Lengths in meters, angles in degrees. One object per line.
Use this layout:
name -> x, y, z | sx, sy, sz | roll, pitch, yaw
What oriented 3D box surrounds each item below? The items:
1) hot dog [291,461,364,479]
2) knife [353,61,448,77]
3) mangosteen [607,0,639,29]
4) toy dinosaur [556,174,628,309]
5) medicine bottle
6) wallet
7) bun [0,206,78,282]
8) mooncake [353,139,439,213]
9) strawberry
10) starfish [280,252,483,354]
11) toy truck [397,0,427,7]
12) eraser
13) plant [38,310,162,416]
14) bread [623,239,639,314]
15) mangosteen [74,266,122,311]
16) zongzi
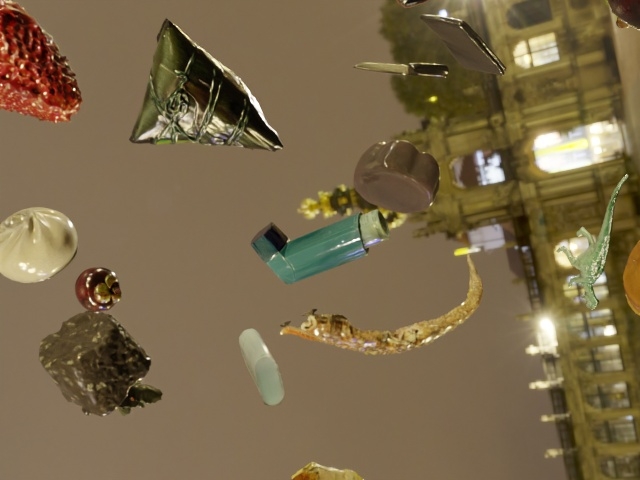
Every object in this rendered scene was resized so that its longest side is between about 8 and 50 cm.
hot dog -> 0.012, 0.481, 1.402 | 0.168, 0.061, 0.078 | 18, -107, -17
knife -> 0.178, -0.372, 1.560 | 0.060, 0.230, 0.028 | -116, 31, -53
mangosteen -> 0.659, -0.489, 1.388 | 0.261, 0.235, 0.236 | 105, 164, -69
toy dinosaur -> 0.647, 0.001, 1.745 | 0.076, 0.129, 0.383 | -31, -49, -31
medicine bottle -> 0.000, 0.000, 1.382 | 0.124, 0.258, 0.079 | 66, -161, -16
wallet -> 0.336, -0.457, 1.671 | 0.244, 0.124, 0.025 | 24, -90, -50
bun -> -0.589, -0.003, 1.456 | 0.173, 0.172, 0.120 | -76, -18, -45
mooncake -> 0.220, -0.179, 2.032 | 0.245, 0.244, 0.133 | 54, -126, -45
strawberry -> -0.546, -0.321, 1.237 | 0.188, 0.286, 0.106 | -56, 0, -11
starfish -> 0.104, 0.136, 1.250 | 0.384, 0.398, 0.132 | 157, 98, -70
toy truck -> 0.173, -0.572, 1.424 | 0.092, 0.083, 0.192 | 48, 155, 47
eraser -> -0.188, 0.402, 2.282 | 0.227, 0.081, 0.174 | -141, 36, -65
plant -> -0.550, 0.344, 1.823 | 0.213, 0.215, 0.312 | -45, -47, -33
bread -> 0.786, 0.063, 1.566 | 0.270, 0.195, 0.143 | -47, -30, -7
mangosteen -> -0.383, 0.082, 1.240 | 0.081, 0.081, 0.081 | -11, -90, -67
zongzi -> -0.309, -0.385, 1.926 | 0.383, 0.319, 0.362 | 19, -161, -27
